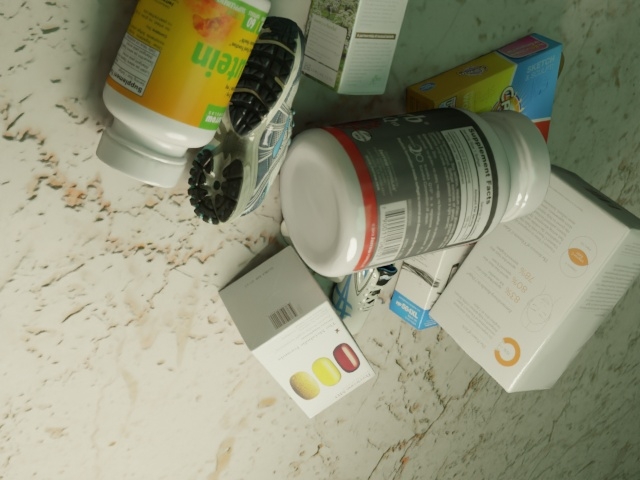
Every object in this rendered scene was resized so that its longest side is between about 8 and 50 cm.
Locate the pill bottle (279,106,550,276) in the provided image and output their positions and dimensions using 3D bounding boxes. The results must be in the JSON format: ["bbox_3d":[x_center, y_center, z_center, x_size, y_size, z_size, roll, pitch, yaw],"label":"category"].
[{"bbox_3d":[0.142,-0.082,1.239,0.363,0.210,0.210,-13,127,-28],"label":"pill bottle"}]

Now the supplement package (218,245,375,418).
[{"bbox_3d":[-0.031,0.149,1.339,0.139,0.134,0.244,-34,139,-1],"label":"supplement package"}]

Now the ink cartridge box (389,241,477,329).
[{"bbox_3d":[0.230,0.051,1.591,0.148,0.086,0.203,-9,125,-41],"label":"ink cartridge box"}]

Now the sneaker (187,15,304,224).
[{"bbox_3d":[-0.087,-0.160,1.125,0.122,0.110,0.282,-15,132,-61],"label":"sneaker"}]

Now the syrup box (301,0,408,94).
[{"bbox_3d":[0.054,-0.322,1.131,0.096,0.093,0.236,-9,123,-41],"label":"syrup box"}]

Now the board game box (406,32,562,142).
[{"bbox_3d":[0.280,-0.198,1.475,0.317,0.064,0.242,-28,135,-29],"label":"board game box"}]

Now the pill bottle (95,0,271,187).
[{"bbox_3d":[-0.165,-0.191,0.971,0.136,0.136,0.245,11,110,-49],"label":"pill bottle"}]

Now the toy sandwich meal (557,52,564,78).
[{"bbox_3d":[0.417,-0.316,1.559,0.086,0.029,0.085,-39,147,-31],"label":"toy sandwich meal"}]

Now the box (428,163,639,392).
[{"bbox_3d":[0.391,0.066,1.491,0.168,0.215,0.345,8,120,-48],"label":"box"}]

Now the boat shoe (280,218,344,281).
[{"bbox_3d":[0.000,0.000,1.344,0.184,0.066,0.063,47,60,-44],"label":"boat shoe"}]

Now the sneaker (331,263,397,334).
[{"bbox_3d":[0.082,0.069,1.455,0.085,0.086,0.237,-12,127,-42],"label":"sneaker"}]
